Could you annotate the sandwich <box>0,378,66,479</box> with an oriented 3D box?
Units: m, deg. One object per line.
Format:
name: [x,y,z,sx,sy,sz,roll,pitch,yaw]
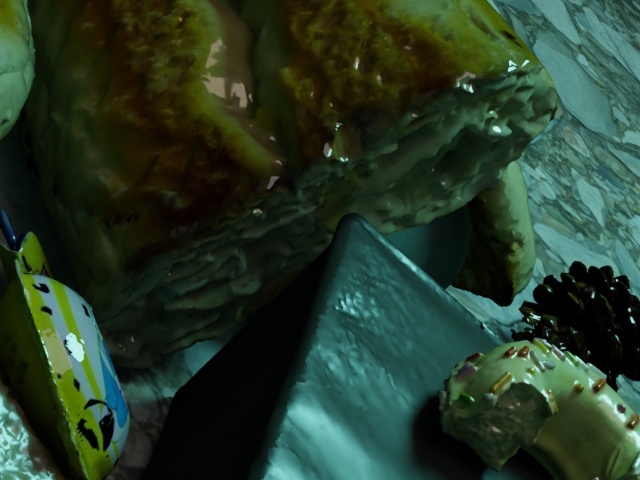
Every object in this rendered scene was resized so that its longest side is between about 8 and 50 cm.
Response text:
sandwich: [-0.275,0.096,0.885,0.226,0.087,0.251,49,26,14]

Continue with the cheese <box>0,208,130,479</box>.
cheese: [-0.171,0.062,1.052,0.250,0.064,0.156,-123,-165,-53]

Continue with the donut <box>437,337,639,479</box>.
donut: [0.147,0.113,1.021,0.166,0.065,0.108,36,27,-16]

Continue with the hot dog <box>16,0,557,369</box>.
hot dog: [-0.065,-0.131,1.244,0.365,0.367,0.196,60,-5,32]

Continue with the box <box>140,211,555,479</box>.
box: [0.022,0.194,1.034,0.251,0.204,0.345,40,27,-9]

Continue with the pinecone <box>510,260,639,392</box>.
pinecone: [0.244,0.091,1.581,0.121,0.140,0.140,-18,60,-22]

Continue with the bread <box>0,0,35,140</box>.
bread: [-0.302,-0.166,1.123,0.314,0.171,0.192,55,26,18]

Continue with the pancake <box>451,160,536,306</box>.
pancake: [0.091,-0.097,1.458,0.356,0.065,0.356,156,-90,-82]

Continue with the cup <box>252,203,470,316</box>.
cup: [0.000,0.000,1.340,0.199,0.199,0.150,46,45,2]
